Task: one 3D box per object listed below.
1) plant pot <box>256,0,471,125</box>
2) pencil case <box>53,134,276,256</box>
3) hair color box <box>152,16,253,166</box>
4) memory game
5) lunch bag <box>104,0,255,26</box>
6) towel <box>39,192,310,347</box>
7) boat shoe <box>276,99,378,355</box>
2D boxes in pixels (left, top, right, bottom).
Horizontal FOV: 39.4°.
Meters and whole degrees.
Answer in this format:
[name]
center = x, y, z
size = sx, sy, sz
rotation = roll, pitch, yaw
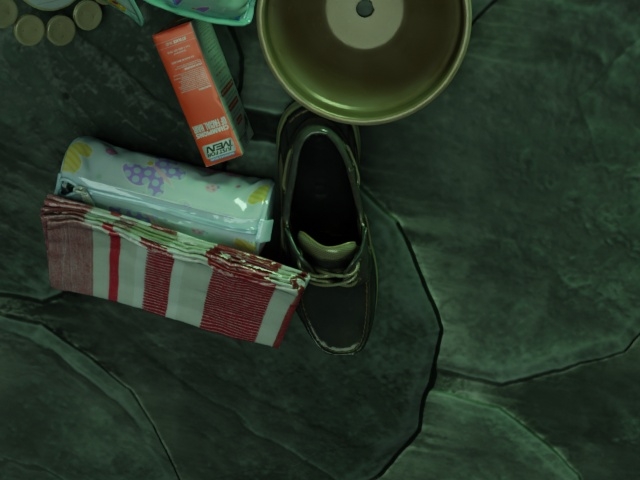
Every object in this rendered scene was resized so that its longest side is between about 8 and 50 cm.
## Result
[plant pot]
center = 0.050, -0.261, 1.027
size = 0.238, 0.109, 0.237
rotation = 1, 114, 3
[pencil case]
center = -0.192, -0.051, 1.125
size = 0.273, 0.124, 0.113
rotation = 13, 88, -3
[hair color box]
center = -0.139, -0.185, 1.081
size = 0.053, 0.093, 0.167
rotation = -17, 110, 12
[memory game]
center = -0.310, -0.311, 1.017
size = 0.186, 0.012, 0.186
rotation = -25, 130, -33
[lunch bag]
center = -0.201, -0.323, 0.898
size = 0.223, 0.262, 0.160
rotation = 34, 115, 24
[towel]
center = -0.193, 0.054, 1.148
size = 0.329, 0.037, 0.237
rotation = 17, 152, -4
[boat shoe]
center = 0.000, 0.000, 1.129
size = 0.132, 0.130, 0.355
rotation = -7, 112, 7
